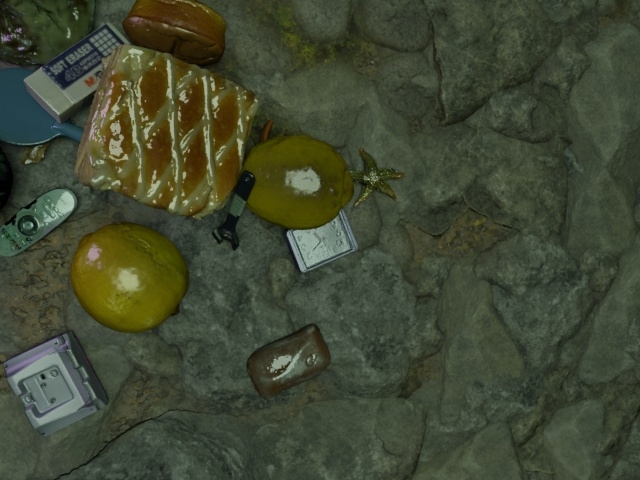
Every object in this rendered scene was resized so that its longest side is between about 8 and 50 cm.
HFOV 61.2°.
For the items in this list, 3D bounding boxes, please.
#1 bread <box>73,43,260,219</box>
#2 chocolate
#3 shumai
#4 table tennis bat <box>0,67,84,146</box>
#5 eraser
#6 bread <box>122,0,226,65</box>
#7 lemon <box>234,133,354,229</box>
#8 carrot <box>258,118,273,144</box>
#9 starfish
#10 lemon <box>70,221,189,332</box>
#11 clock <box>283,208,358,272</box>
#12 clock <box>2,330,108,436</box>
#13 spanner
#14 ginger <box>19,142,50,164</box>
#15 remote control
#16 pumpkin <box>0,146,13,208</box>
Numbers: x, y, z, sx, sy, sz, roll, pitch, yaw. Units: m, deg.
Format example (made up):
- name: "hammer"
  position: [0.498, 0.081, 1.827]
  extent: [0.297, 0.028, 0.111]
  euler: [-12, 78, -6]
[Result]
- name: "bread"
  position: [-0.397, -0.273, 1.386]
  extent: [0.371, 0.279, 0.390]
  euler: [19, 87, -34]
- name: "chocolate"
  position: [-0.091, 0.372, 1.627]
  extent: [0.261, 0.083, 0.161]
  euler: [-28, 97, -9]
- name: "shumai"
  position: [-0.767, -0.633, 1.302]
  extent: [0.398, 0.323, 0.324]
  euler: [29, 85, -14]
- name: "table tennis bat"
  position: [-0.755, -0.335, 1.439]
  extent: [0.329, 0.044, 0.215]
  euler: [26, 73, -6]
- name: "eraser"
  position: [-0.624, -0.445, 1.433]
  extent: [0.124, 0.081, 0.279]
  euler: [47, 68, -10]
- name: "bread"
  position: [-0.387, -0.562, 1.456]
  extent: [0.270, 0.195, 0.142]
  euler: [16, 83, -9]
- name: "lemon"
  position: [-0.076, -0.161, 1.509]
  extent: [0.316, 0.285, 0.285]
  euler: [5, 93, 31]
- name: "carrot"
  position: [-0.164, -0.292, 1.600]
  extent: [0.035, 0.035, 0.142]
  euler: [11, 86, -13]
- name: "starfish"
  position: [0.152, -0.177, 1.672]
  extent: [0.208, 0.053, 0.175]
  euler: [26, 97, -6]
- name: "lemon"
  position: [-0.500, 0.094, 1.424]
  extent: [0.297, 0.297, 0.297]
  euler: [-1, 93, -12]
- name: "clock"
  position: [0.000, 0.001, 1.631]
  extent: [0.193, 0.073, 0.144]
  euler: [-24, 97, -10]
- name: "clock"
  position: [-0.725, 0.397, 1.489]
  extent: [0.186, 0.083, 0.253]
  euler: [-26, 98, -9]
- name: "spanner"
  position: [-0.228, -0.076, 1.480]
  extent: [0.087, 0.316, 0.024]
  euler: [39, 47, 6]
- name: "ginger"
  position: [-0.760, -0.258, 1.467]
  extent: [0.057, 0.044, 0.137]
  euler: [30, 79, 18]
- name: "remote control"
  position: [-0.776, -0.052, 1.473]
  extent: [0.256, 0.045, 0.097]
  euler: [-36, 99, -5]
- name: "pumpkin"
  position: [-0.937, -0.162, 1.329]
  extent: [0.315, 0.238, 0.315]
  euler: [-2, 97, -15]
